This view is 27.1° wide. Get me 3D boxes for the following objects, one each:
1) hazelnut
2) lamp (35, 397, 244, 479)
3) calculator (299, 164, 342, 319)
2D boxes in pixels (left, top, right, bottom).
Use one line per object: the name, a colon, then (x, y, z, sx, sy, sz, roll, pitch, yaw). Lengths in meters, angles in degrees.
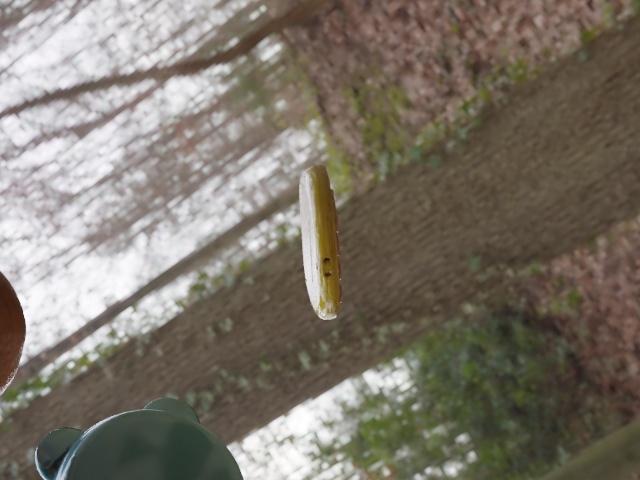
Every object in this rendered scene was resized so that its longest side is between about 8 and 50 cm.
hazelnut: (-0.455, 0.115, 1.618, 0.214, 0.176, 0.214, -5, -90, -83)
lamp: (-0.168, 0.304, 1.390, 0.209, 0.147, 0.284, -17, -131, -27)
calculator: (0.000, 0.000, 1.331, 0.235, 0.032, 0.146, -110, 16, -78)
